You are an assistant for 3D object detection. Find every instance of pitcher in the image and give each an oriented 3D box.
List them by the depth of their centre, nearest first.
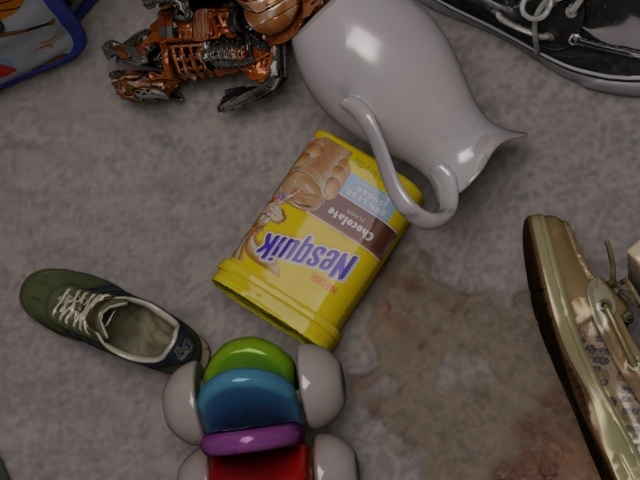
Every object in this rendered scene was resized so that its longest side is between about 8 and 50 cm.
[{"bbox_3d":[0.065,-0.117,1.694,0.207,0.178,0.125,47,128,-7],"label":"pitcher"}]

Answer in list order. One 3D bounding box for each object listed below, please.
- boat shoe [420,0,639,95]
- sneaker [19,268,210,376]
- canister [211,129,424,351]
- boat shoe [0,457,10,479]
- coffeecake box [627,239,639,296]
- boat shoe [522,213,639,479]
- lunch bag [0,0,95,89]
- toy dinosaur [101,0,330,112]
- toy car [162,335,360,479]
[{"bbox_3d":[0.209,-0.227,1.758,0.306,0.105,0.113,29,82,15],"label":"boat shoe"},{"bbox_3d":[-0.193,0.067,1.758,0.192,0.086,0.064,23,80,14],"label":"sneaker"},{"bbox_3d":[0.000,0.000,1.752,0.126,0.073,0.170,31,81,14],"label":"canister"},{"bbox_3d":[-0.304,0.293,1.730,0.081,0.079,0.228,-22,68,13],"label":"boat shoe"},{"bbox_3d":[0.345,0.071,1.641,0.068,0.142,0.185,-40,74,-2],"label":"coffeecake box"},{"bbox_3d":[0.252,0.104,1.677,0.089,0.104,0.285,-21,84,-1],"label":"boat shoe"},{"bbox_3d":[-0.312,-0.313,1.753,0.239,0.328,0.385,35,83,20],"label":"lunch bag"},{"bbox_3d":[-0.061,-0.245,1.797,0.322,0.164,0.218,-23,84,-4],"label":"toy dinosaur"},{"bbox_3d":[-0.055,0.176,1.669,0.159,0.136,0.182,-8,96,8],"label":"toy car"}]
